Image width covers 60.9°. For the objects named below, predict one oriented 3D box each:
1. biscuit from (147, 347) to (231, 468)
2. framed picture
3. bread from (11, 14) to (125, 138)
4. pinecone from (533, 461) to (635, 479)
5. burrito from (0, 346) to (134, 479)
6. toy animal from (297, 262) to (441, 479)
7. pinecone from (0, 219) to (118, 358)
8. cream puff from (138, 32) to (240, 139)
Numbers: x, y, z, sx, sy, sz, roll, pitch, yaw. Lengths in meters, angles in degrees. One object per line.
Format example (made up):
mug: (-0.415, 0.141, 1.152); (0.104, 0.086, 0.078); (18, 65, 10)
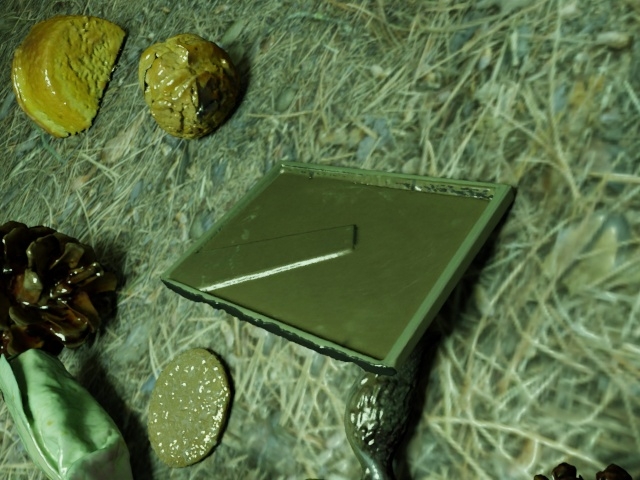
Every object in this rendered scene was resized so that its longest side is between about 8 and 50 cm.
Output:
biscuit: (-0.135, 0.167, 0.550); (0.120, 0.015, 0.120); (-18, 58, 32)
framed picture: (0.000, 0.001, 0.468); (0.265, 0.018, 0.192); (14, 50, 41)
bread: (-0.447, -0.309, 0.957); (0.143, 0.139, 0.229); (3, 72, 31)
pinecone: (0.129, 0.180, 0.263); (0.121, 0.140, 0.140); (-9, 62, 56)
burrito: (-0.261, 0.214, 0.569); (0.089, 0.144, 0.229); (-30, 47, -30)
toy animal: (0.042, 0.117, 0.403); (0.105, 0.070, 0.202); (-11, 61, 20)
pinecone: (-0.364, 0.071, 0.676); (0.204, 0.179, 0.184); (10, 93, 27)
cream puff: (-0.163, -0.189, 0.687); (0.104, 0.119, 0.133); (29, 115, 25)
